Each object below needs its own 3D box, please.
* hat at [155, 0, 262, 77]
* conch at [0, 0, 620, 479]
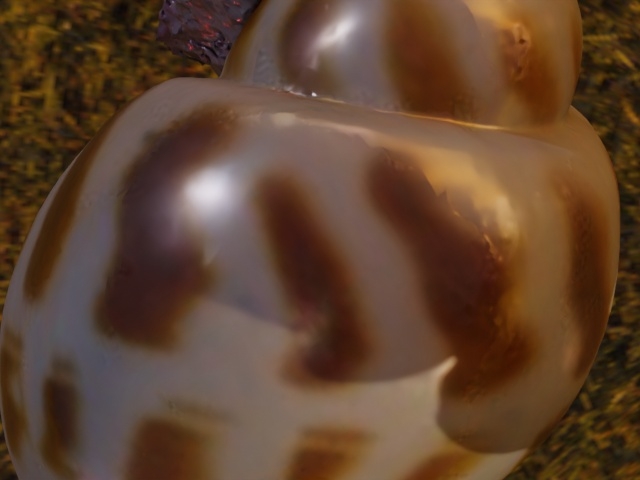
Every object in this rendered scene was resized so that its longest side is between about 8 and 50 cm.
[{"bbox_3d":[-0.070,-0.147,0.628,0.227,0.140,0.129,25,119,5],"label":"hat"},{"bbox_3d":[0.000,0.000,0.527,0.182,0.149,0.275,32,81,24],"label":"conch"}]
